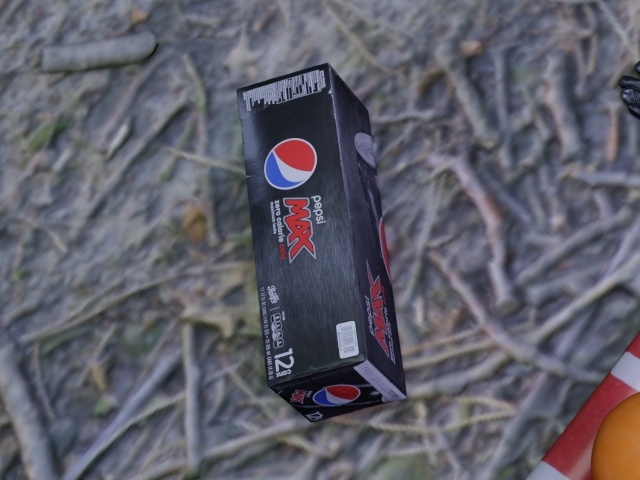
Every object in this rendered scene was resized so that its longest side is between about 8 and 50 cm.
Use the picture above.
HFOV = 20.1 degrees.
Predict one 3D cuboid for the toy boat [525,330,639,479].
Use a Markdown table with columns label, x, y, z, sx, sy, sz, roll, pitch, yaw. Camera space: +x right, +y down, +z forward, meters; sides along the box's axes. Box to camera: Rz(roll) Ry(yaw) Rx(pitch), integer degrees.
| label | x | y | z | sx | sy | sz | roll | pitch | yaw |
| --- | --- | --- | --- | --- | --- | --- | --- | --- | --- |
| toy boat | 0.152 | 0.102 | 0.729 | 0.151 | 0.151 | 0.231 | 34 | 83 | 32 |

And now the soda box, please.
| label | x | y | z | sx | sy | sz | roll | pitch | yaw |
| --- | --- | --- | --- | --- | --- | --- | --- | --- | --- |
| soda box | 0.000 | 0.000 | 0.901 | 0.053 | 0.060 | 0.169 | -16 | 61 | 18 |

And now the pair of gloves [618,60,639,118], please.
| label | x | y | z | sx | sy | sz | roll | pitch | yaw |
| --- | --- | --- | --- | --- | --- | --- | --- | --- | --- |
| pair of gloves | 0.191 | -0.088 | 0.889 | 0.074 | 0.010 | 0.083 | 23 | 79 | 29 |
